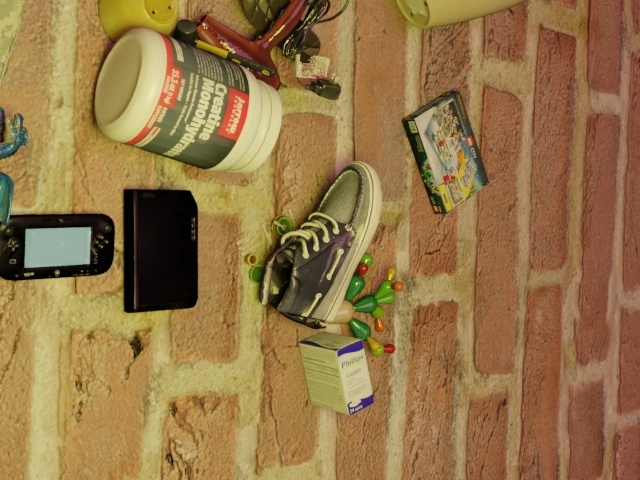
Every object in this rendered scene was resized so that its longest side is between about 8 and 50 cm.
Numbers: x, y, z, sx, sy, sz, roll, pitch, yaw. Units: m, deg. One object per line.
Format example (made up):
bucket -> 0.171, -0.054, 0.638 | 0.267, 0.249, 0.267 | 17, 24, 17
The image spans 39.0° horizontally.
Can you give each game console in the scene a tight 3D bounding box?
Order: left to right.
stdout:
game console -> -0.364, 0.021, 1.508 | 0.361, 0.044, 0.213 | -2, 93, -39

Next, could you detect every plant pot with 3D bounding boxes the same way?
plant pot -> -0.290, -0.389, 1.517 | 0.134, 0.095, 0.134 | -2, 93, -40
plant pot -> 0.298, -0.571, 1.917 | 0.274, 0.256, 0.257 | -33, 112, -16

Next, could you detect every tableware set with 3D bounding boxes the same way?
tableware set -> -0.087, 0.013, 1.745 | 0.154, 0.024, 0.104 | -33, 112, -34

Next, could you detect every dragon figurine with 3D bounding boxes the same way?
dragon figurine -> -0.513, -0.064, 1.355 | 0.144, 0.085, 0.289 | 2, 89, -39

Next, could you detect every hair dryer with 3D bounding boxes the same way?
hair dryer -> -0.093, -0.370, 1.664 | 0.293, 0.080, 0.224 | -3, 103, -24

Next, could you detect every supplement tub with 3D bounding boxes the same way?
supplement tub -> -0.221, -0.226, 1.519 | 0.272, 0.191, 0.191 | 16, 82, -38

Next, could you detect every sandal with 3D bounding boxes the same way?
sandal -> -0.078, -0.422, 1.707 | 0.090, 0.060, 0.219 | -44, 133, 8

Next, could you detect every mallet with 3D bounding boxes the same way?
mallet -> -0.168, -0.333, 1.576 | 0.189, 0.062, 0.039 | 16, 51, 3

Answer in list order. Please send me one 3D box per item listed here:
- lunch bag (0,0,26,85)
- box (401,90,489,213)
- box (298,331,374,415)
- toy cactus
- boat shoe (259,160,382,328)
lunch bag -> -0.570, -0.280, 1.239 | 0.287, 0.169, 0.235 | 21, 79, -29
box -> 0.283, -0.197, 2.024 | 0.159, 0.044, 0.233 | -34, 112, -33
box -> 0.032, 0.260, 1.785 | 0.072, 0.126, 0.137 | -20, 104, -36
toy cactus -> 0.084, 0.142, 1.852 | 0.180, 0.112, 0.219 | -12, 108, -28
boat shoe -> 0.000, 0.000, 1.714 | 0.158, 0.127, 0.341 | 17, 91, -51
